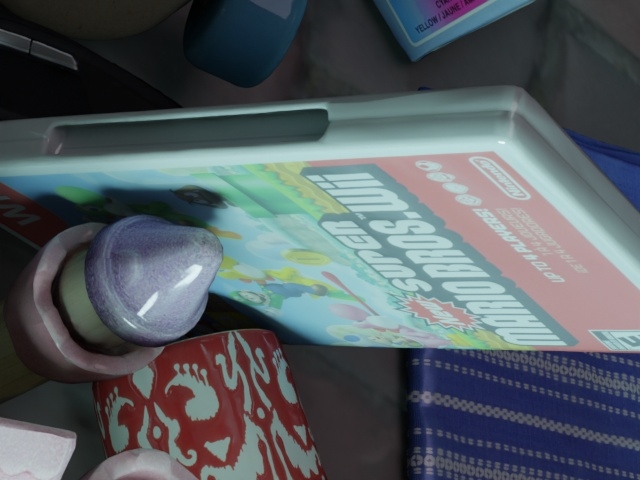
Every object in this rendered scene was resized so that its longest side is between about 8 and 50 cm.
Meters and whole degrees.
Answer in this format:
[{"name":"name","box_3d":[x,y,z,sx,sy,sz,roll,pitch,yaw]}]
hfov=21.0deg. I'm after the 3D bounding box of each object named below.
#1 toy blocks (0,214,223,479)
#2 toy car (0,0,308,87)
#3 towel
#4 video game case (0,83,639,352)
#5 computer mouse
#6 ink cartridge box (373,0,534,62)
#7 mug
[{"name":"toy blocks","box_3d":[-0.160,0.109,0.593,0.288,0.260,0.309,16,63,-36]},{"name":"toy car","box_3d":[-0.085,-0.239,0.853,0.219,0.210,0.238,21,47,-19]},{"name":"towel","box_3d":[0.149,0.086,1.014,0.243,0.040,0.336,16,63,-34]},{"name":"video game case","box_3d":[0.000,0.000,0.720,0.204,0.285,0.025,37,60,-49]},{"name":"computer mouse","box_3d":[-0.099,-0.044,0.793,0.262,0.184,0.060,12,71,4]},{"name":"ink cartridge box","box_3d":[0.070,-0.344,1.043,0.270,0.151,0.395,-36,99,-43]},{"name":"mug","box_3d":[-0.042,0.139,0.807,0.113,0.150,0.169,-15,76,-6]}]
